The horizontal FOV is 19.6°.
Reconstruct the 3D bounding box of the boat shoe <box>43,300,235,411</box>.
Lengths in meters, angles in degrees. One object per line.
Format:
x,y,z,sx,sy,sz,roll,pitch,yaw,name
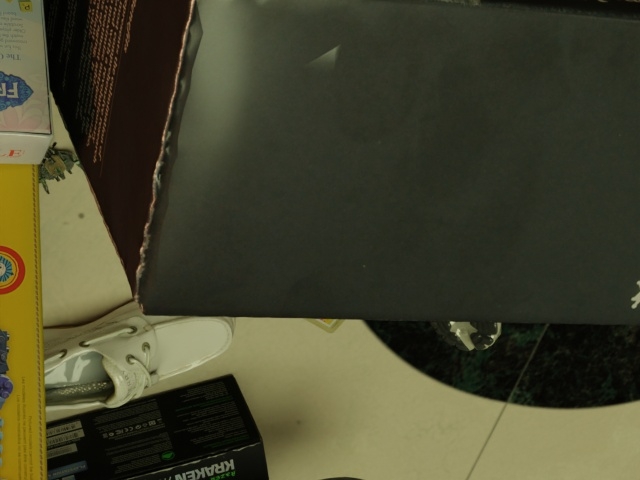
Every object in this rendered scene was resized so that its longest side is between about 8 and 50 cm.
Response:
-0.215,0.133,1.936,0.277,0.096,0.098,-15,124,-10,boat shoe

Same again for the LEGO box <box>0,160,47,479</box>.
-0.426,0.080,1.565,0.373,0.500,0.193,0,158,-13,LEGO box

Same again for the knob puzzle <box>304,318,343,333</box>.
0.000,0.000,1.970,0.213,0.030,0.213,-9,123,-14,knob puzzle

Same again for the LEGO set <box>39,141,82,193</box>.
-0.274,-0.078,1.834,0.083,0.023,0.054,26,108,-16,LEGO set

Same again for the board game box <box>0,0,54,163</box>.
-0.393,-0.221,1.539,0.319,0.318,0.066,1,158,-19,board game box

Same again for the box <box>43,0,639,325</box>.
0.038,-0.165,1.609,0.480,0.471,0.297,2,120,-21,box

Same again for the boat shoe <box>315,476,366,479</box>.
-0.083,0.325,1.931,0.306,0.113,0.104,-9,108,-26,boat shoe

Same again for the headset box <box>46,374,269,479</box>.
-0.178,0.323,2.046,0.246,0.131,0.283,-13,124,-11,headset box

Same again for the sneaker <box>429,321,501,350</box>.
0.135,-0.017,1.972,0.107,0.110,0.275,-5,115,29,sneaker
